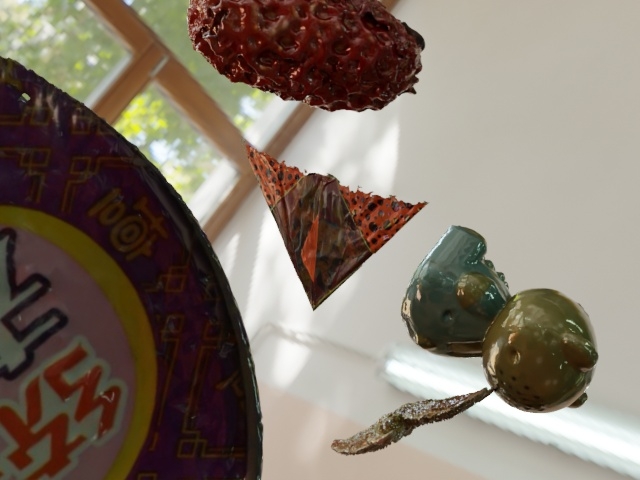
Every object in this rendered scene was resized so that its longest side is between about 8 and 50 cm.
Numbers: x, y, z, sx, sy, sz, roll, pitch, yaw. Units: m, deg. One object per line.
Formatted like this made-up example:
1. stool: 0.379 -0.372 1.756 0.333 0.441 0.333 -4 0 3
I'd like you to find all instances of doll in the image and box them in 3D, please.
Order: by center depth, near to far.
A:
1. doll: 0.241 0.117 1.399 0.260 0.161 0.177 31 -25 21

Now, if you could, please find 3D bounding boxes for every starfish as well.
1. starfish: 0.108 0.227 1.331 0.043 0.227 0.240 64 12 8

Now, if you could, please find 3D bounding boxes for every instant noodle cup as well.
1. instant noodle cup: -0.216 0.083 0.511 0.340 0.340 0.266 39 -11 -9

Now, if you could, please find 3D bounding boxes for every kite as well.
1. kite: -0.001 0.000 0.870 0.222 0.008 0.125 22 -64 44

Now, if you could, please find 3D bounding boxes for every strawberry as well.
1. strawberry: -0.012 -0.163 0.799 0.188 0.121 0.082 21 8 9
